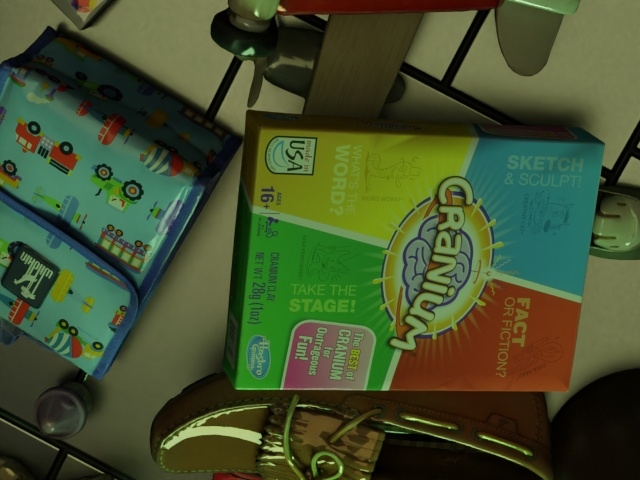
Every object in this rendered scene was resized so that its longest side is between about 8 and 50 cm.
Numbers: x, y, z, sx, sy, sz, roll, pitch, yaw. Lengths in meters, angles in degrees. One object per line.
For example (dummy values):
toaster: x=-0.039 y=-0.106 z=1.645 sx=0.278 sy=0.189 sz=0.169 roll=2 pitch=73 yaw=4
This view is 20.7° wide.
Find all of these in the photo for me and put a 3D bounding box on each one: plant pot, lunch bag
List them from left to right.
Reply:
lunch bag: x=-0.249 y=-0.020 z=1.707 sx=0.221 sy=0.138 sz=0.293 roll=31 pitch=115 yaw=-1
plant pot: x=0.310 y=0.251 z=1.619 sx=0.215 sy=0.230 sz=0.215 roll=1 pitch=101 yaw=7

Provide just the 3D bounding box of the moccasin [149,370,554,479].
moccasin: x=0.031 y=0.197 z=1.647 sx=0.380 sy=0.147 sz=0.139 roll=5 pitch=139 yaw=-12

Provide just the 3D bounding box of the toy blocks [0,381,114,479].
toy blocks: x=-0.348 y=0.297 z=1.696 sx=0.289 sy=0.260 sz=0.309 roll=-11 pitch=100 yaw=10

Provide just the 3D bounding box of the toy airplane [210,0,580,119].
toy airplane: x=0.051 y=-0.281 z=1.559 sx=0.386 sy=0.272 sz=0.384 roll=-37 pitch=132 yaw=4

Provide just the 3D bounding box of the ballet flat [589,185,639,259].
ballet flat: x=0.244 y=-0.020 z=1.657 sx=0.213 sy=0.068 sz=0.072 roll=12 pitch=102 yaw=4

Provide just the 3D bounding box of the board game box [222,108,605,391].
board game box: x=0.081 y=0.013 z=1.564 sx=0.317 sy=0.064 sz=0.242 roll=1 pitch=106 yaw=-14

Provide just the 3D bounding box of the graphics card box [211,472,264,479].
graphics card box: x=-0.034 y=0.411 z=1.765 sx=0.233 sy=0.094 sz=0.371 roll=15 pitch=101 yaw=4

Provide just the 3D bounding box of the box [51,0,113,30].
box: x=-0.246 y=-0.318 z=1.676 sx=0.186 sy=0.038 sz=0.145 roll=44 pitch=103 yaw=-2
